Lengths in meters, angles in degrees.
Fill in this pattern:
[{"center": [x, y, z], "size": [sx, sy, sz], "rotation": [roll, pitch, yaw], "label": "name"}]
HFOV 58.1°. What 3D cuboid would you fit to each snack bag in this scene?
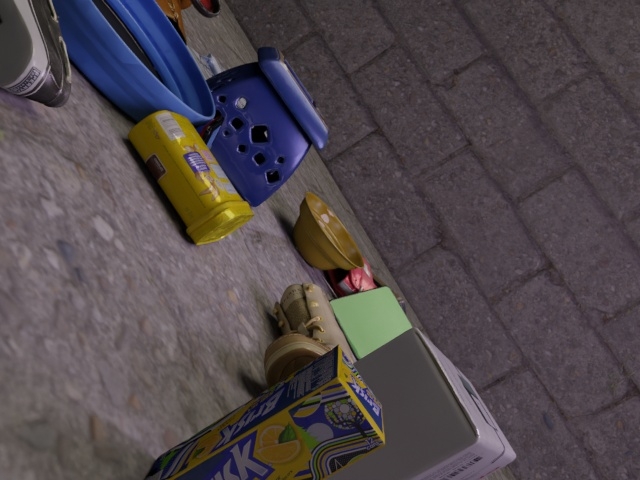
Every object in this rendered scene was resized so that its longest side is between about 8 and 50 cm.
[{"center": [-0.231, -0.356, 1.486], "size": [0.323, 0.037, 0.342], "rotation": [61, 10, 16], "label": "snack bag"}]

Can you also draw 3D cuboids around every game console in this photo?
[{"center": [-0.164, -0.123, 0.933], "size": [0.085, 0.124, 0.144], "rotation": [28, 15, -10], "label": "game console"}]

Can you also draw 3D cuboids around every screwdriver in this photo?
[{"center": [0.050, 0.145, 1.319], "size": [0.170, 0.024, 0.025], "rotation": [59, 38, -2], "label": "screwdriver"}]

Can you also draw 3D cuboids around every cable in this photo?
[{"center": [-0.311, -0.564, 1.231], "size": [0.287, 0.072, 0.139], "rotation": [7, 72, -52], "label": "cable"}]

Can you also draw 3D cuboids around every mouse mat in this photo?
[{"center": [0.119, 0.178, 1.270], "size": [0.189, 0.007, 0.153], "rotation": [-9, 61, -38], "label": "mouse mat"}]

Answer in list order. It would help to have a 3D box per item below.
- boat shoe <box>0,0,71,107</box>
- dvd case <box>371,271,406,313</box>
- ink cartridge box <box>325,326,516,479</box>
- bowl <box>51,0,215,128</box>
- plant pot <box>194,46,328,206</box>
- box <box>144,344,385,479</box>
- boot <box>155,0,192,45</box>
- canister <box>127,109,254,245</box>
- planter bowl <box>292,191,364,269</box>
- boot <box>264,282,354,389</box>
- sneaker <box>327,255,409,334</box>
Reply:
[{"center": [-0.307, -0.229, 0.579], "size": [0.219, 0.077, 0.070], "rotation": [69, 13, 16], "label": "boat shoe"}, {"center": [0.176, 0.191, 1.503], "size": [0.221, 0.018, 0.165], "rotation": [-137, -146, -66], "label": "dvd case"}, {"center": [0.083, 0.233, 0.646], "size": [0.121, 0.211, 0.289], "rotation": [62, 9, 32], "label": "ink cartridge box"}, {"center": [-0.308, -0.329, 0.874], "size": [0.391, 0.077, 0.391], "rotation": [55, 9, -13], "label": "bowl"}, {"center": [-0.119, -0.245, 1.159], "size": [0.236, 0.212, 0.236], "rotation": [53, 9, -24], "label": "plant pot"}, {"center": [-0.041, 0.147, 0.402], "size": [0.059, 0.169, 0.054], "rotation": [55, 10, -8], "label": "box"}, {"center": [-0.340, -0.509, 1.277], "size": [0.211, 0.104, 0.295], "rotation": [64, 15, 9], "label": "boot"}, {"center": [-0.173, -0.085, 0.782], "size": [0.170, 0.073, 0.126], "rotation": [56, 9, 2], "label": "canister"}, {"center": [0.000, 0.000, 1.316], "size": [0.217, 0.090, 0.217], "rotation": [50, 14, -17], "label": "planter bowl"}, {"center": [-0.020, 0.135, 0.777], "size": [0.262, 0.095, 0.203], "rotation": [49, 13, -50], "label": "boot"}, {"center": [0.091, 0.144, 1.366], "size": [0.136, 0.116, 0.314], "rotation": [27, 23, -52], "label": "sneaker"}]
